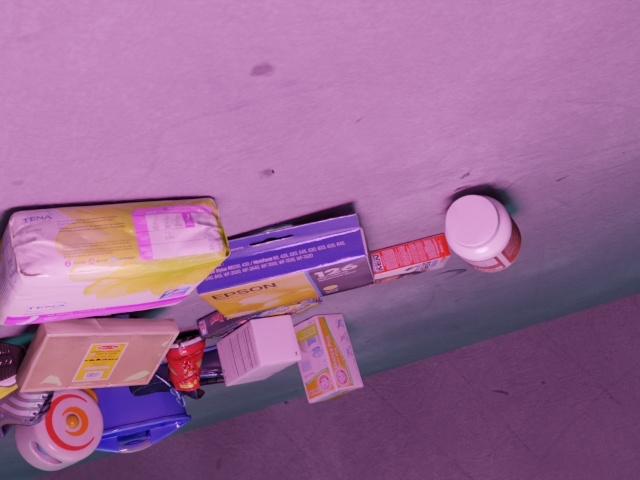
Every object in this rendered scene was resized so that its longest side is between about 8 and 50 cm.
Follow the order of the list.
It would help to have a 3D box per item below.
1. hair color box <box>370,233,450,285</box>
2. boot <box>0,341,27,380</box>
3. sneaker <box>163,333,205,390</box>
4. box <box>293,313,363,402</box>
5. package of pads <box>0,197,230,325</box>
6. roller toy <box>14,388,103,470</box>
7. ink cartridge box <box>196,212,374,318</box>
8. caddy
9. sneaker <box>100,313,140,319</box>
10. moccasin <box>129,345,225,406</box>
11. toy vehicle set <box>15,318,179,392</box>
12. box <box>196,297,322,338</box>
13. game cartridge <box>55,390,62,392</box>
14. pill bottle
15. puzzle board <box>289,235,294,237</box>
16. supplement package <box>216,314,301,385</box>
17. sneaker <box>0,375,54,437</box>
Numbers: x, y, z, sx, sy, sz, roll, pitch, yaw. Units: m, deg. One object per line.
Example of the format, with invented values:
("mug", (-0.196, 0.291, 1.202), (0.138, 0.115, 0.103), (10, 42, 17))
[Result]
("hair color box", (0.177, 0.042, 1.726), (0.167, 0.053, 0.093), (-13, 164, -5))
("boot", (-0.624, 0.237, 1.614), (0.198, 0.077, 0.137), (-11, 173, 14))
("sneaker", (-0.312, 0.293, 1.971), (0.107, 0.118, 0.279), (-12, 163, -14))
("box", (0.014, 0.303, 2.155), (0.103, 0.203, 0.114), (2, 156, -46))
("package of pads", (-0.298, 0.032, 1.170), (0.296, 0.101, 0.229), (-6, 161, -31))
("roller toy", (-0.652, 0.472, 2.105), (0.209, 0.191, 0.146), (3, 154, -47))
("ink cartridge box", (-0.061, 0.054, 1.488), (0.303, 0.072, 0.307), (-12, 165, 5))
("caddy", (-0.536, 0.504, 2.344), (0.341, 0.179, 0.241), (-6, 160, -29))
("sneaker", (-0.383, 0.184, 1.655), (0.073, 0.063, 0.162), (-17, 164, -9))
("moccasin", (-0.331, 0.354, 2.150), (0.342, 0.117, 0.138), (-19, 163, 8))
("toy vehicle set", (-0.417, 0.214, 1.572), (0.267, 0.035, 0.166), (5, 132, -41))
("box", (-0.133, 0.156, 1.821), (0.233, 0.044, 0.159), (-28, 160, 34))
("game cartridge", (-0.520, 0.270, 1.823), (0.297, 0.062, 0.198), (-19, 167, 10))
("pill bottle", (0.296, -0.015, 1.534), (0.121, 0.121, 0.216), (-21, 162, 15))
("puzzle board", (0.000, 0.000, 1.501), (0.128, 0.011, 0.096), (-12, 163, -16))
("supplement package", (-0.138, 0.242, 1.831), (0.105, 0.105, 0.179), (-3, 160, -35))
("sneaker", (-0.573, 0.302, 1.691), (0.300, 0.121, 0.111), (-26, -171, 23))
